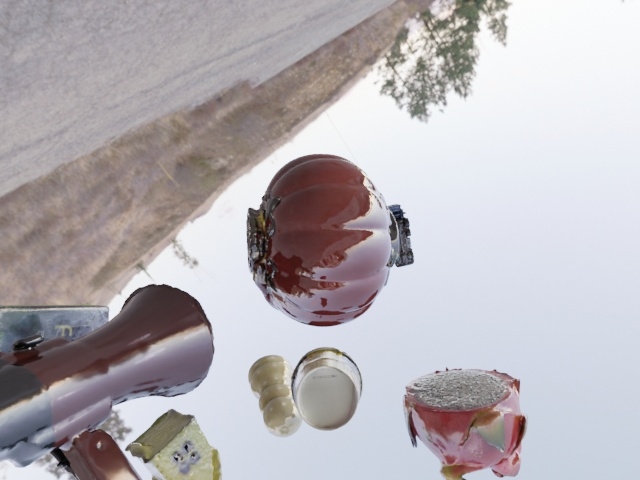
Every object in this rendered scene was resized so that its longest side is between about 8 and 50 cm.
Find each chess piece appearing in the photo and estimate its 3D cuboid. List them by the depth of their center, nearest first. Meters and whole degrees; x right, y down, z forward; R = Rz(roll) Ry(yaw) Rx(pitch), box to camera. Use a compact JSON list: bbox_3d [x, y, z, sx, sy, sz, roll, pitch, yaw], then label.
[{"bbox_3d":[-0.139,0.519,1.446,0.167,0.167,0.300,-36,-157,-2],"label":"chess piece"}]

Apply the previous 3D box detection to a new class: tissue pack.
[{"bbox_3d":[-0.510,0.203,0.805,0.073,0.174,0.235,0,172,28],"label":"tissue pack"}]

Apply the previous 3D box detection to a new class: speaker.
[{"bbox_3d":[-0.296,0.225,0.598,0.198,0.259,0.329,-14,-173,20],"label":"speaker"}]

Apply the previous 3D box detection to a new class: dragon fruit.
[{"bbox_3d":[0.366,0.470,1.111,0.305,0.226,0.305,-10,-176,1],"label":"dragon fruit"}]

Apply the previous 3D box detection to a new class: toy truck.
[{"bbox_3d":[0.251,-0.018,1.445,0.074,0.202,0.088,-14,-164,-3],"label":"toy truck"}]

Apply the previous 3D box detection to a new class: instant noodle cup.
[{"bbox_3d":[0.014,0.289,0.846,0.151,0.151,0.122,-36,177,-4],"label":"instant noodle cup"}]

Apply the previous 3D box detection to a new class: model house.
[{"bbox_3d":[-0.395,0.623,1.236,0.193,0.234,0.174,-17,-167,47],"label":"model house"}]

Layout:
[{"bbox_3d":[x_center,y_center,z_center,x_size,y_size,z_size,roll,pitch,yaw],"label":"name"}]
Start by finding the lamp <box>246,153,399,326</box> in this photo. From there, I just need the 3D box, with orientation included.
[{"bbox_3d":[0.000,0.000,0.781,0.256,0.303,0.303,-1,-167,-14],"label":"lamp"}]
